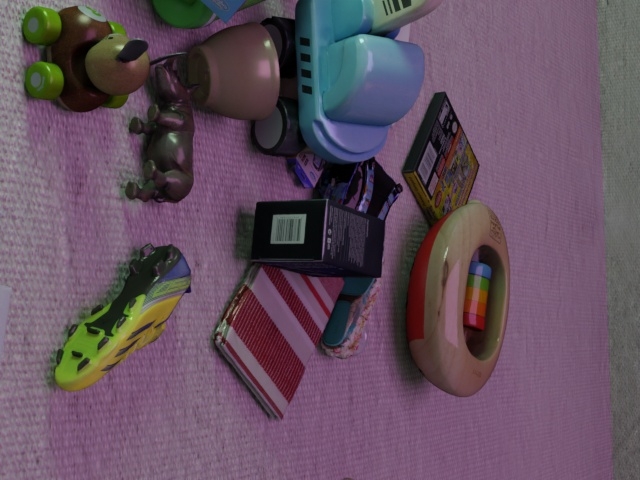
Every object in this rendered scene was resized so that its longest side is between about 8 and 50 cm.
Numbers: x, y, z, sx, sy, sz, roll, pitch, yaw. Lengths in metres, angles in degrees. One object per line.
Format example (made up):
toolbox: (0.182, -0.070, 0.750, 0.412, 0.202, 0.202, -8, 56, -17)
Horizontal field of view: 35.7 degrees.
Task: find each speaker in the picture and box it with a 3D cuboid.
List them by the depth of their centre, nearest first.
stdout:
speaker: (-0.149, -0.439, 1.641, 0.296, 0.131, 0.131, -39, 120, -50)

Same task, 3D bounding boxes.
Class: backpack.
backpack: (0.063, -0.071, 1.939, 0.158, 0.116, 0.173, 42, 62, -46)

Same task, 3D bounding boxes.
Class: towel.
towel: (-0.068, 0.127, 1.801, 0.237, 0.037, 0.329, 58, 44, -37)

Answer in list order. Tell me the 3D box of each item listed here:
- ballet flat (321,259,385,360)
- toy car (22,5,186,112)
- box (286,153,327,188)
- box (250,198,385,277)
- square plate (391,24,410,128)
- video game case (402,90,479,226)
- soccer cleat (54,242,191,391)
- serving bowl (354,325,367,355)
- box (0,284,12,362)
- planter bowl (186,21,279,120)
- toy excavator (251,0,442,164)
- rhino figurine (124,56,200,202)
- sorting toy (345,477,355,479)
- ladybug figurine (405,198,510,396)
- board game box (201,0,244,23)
ballet flat: (0.068, 0.130, 1.969, 0.241, 0.091, 0.077, -63, 143, -24)
toy car: (-0.285, -0.258, 1.365, 0.155, 0.188, 0.149, -3, 90, -57)
box: (-0.021, -0.164, 1.902, 0.081, 0.028, 0.136, 58, 46, -36)
box: (0.000, 0.000, 1.738, 0.207, 0.153, 0.108, 17, 75, -54)
square plate: (0.143, -0.451, 2.051, 0.344, 0.049, 0.347, 60, 38, -73)
video game case: (0.292, -0.172, 2.366, 0.248, 0.035, 0.275, 57, 43, -37)
soccer cleat: (-0.273, 0.125, 1.444, 0.289, 0.093, 0.121, -56, 139, -41)
serving bowl: (0.073, 0.193, 2.014, 0.083, 0.027, 0.083, 9, 79, -56)
box: (-0.486, 0.160, 1.093, 0.231, 0.126, 0.262, 22, 68, -52)
planter bowl: (-0.152, -0.272, 1.619, 0.109, 0.162, 0.162, -10, 96, -29)
toy excavator: (0.100, -0.357, 1.689, 0.222, 0.445, 0.433, 1, 86, -42)
rhino figurine: (-0.237, -0.172, 1.538, 0.106, 0.073, 0.243, 18, 71, -50)
sorting toy: (0.061, 0.500, 1.929, 0.083, 0.075, 0.045, -21, 105, -55)
ladybug figurine: (0.303, 0.124, 2.233, 0.305, 0.161, 0.450, 31, 65, -47)
board game box: (-0.148, -0.509, 1.533, 0.242, 0.064, 0.317, 41, 48, -10)
